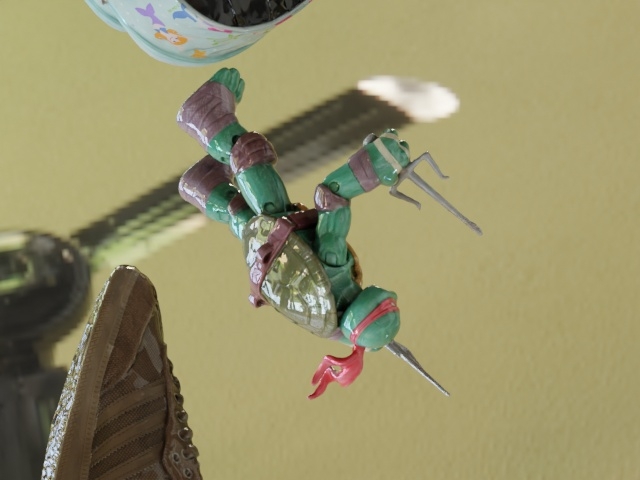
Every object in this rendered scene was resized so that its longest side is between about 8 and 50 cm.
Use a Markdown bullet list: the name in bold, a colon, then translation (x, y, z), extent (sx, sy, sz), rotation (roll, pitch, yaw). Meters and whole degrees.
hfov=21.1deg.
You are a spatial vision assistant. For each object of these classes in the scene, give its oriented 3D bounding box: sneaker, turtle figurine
- **sneaker**: translation (-0.085, 0.099, 0.771), extent (0.071, 0.066, 0.188), rotation (18, -128, -12)
- **turtle figurine**: translation (0.000, 0.000, 1.109), extent (0.118, 0.175, 0.234), rotation (-24, -123, -41)

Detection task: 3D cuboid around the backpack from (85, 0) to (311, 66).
- **backpack**: translation (-0.119, -0.282, 1.510), extent (0.253, 0.191, 0.225), rotation (50, -126, -4)
